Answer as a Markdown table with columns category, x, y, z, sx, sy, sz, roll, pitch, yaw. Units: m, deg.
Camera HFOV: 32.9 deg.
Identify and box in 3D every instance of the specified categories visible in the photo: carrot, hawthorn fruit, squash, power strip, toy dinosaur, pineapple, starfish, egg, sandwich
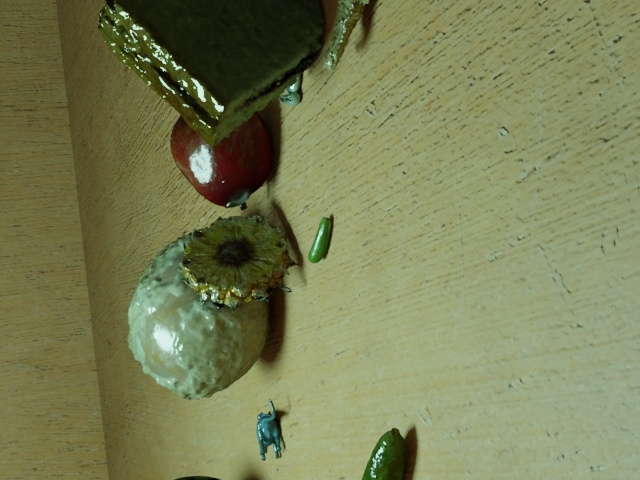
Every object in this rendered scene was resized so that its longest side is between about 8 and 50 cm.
| category | x | y | z | sx | sy | sz | roll | pitch | yaw |
| --- | --- | --- | --- | --- | --- | --- | --- | --- | --- |
| carrot | 0.070 | 0.413 | 1.580 | 0.074 | 0.074 | 0.359 | -125 | 39 | -51 |
| hawthorn fruit | -0.166 | -0.150 | 1.938 | 0.185 | 0.185 | 0.202 | 6 | 117 | 67 |
| squash | 0.000 | 0.001 | 1.732 | 0.027 | 0.027 | 0.089 | -117 | 35 | -43 |
| power strip | -0.053 | -0.265 | 1.805 | 0.055 | 0.035 | 0.083 | 164 | 103 | -67 |
| toy dinosaur | -0.098 | 0.358 | 2.003 | 0.197 | 0.045 | 0.080 | 101 | 158 | -52 |
| pineapple | -0.141 | 0.032 | 1.861 | 0.047 | 0.221 | 0.221 | 80 | 169 | -50 |
| starfish | 0.047 | -0.399 | 1.509 | 0.302 | 0.060 | 0.299 | 161 | 110 | -73 |
| egg | -0.217 | 0.136 | 1.986 | 0.279 | 0.279 | 0.310 | -36 | 35 | 64 |
| sandwich | -0.144 | -0.336 | 1.692 | 0.262 | 0.325 | 0.131 | 45 | 149 | 4 |

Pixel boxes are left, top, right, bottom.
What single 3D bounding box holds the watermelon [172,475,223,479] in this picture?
| category | x | y | z | sx | sy | sz | roll | pitch | yaw |
| --- | --- | --- | --- | --- | --- | --- | --- | --- | --- |
| watermelon | -0.238 | 0.594 | 2.068 | 0.285 | 0.285 | 0.285 | 176 | 90 | -67 |
